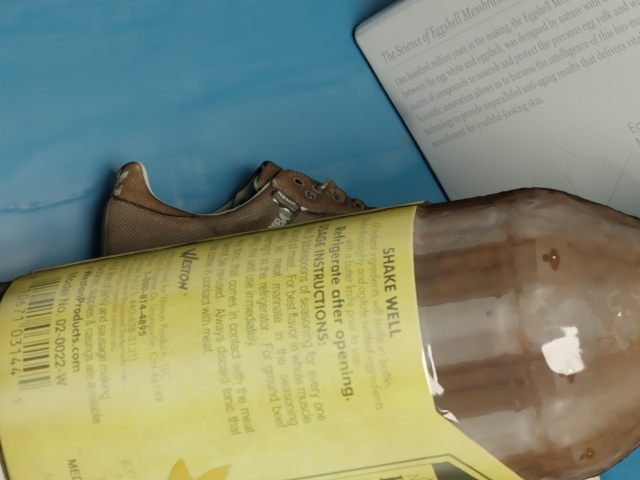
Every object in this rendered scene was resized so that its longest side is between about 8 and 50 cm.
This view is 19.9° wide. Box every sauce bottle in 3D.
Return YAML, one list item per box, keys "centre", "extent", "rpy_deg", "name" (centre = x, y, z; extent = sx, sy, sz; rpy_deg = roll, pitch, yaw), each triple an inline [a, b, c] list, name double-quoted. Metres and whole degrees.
- centre: [0.033, 0.041, 0.639]
  extent: [0.344, 0.111, 0.111]
  rpy_deg: [-10, 83, 14]
  name: "sauce bottle"

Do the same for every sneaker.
- centre: [0.000, 0.000, 0.762]
  extent: [0.188, 0.066, 0.071]
  rpy_deg: [0, 80, -28]
  name: "sneaker"

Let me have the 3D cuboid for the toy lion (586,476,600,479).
- centre: [0.077, 0.132, 0.761]
  extent: [0.096, 0.100, 0.034]
  rpy_deg: [-40, 100, -11]
  name: "toy lion"

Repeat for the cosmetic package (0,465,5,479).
- centre: [-0.231, 0.016, 0.503]
  extent: [0.217, 0.156, 0.385]
  rpy_deg: [-31, 123, -29]
  name: "cosmetic package"

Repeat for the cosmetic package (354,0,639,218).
- centre: [0.164, -0.049, 0.766]
  extent: [0.138, 0.224, 0.224]
  rpy_deg: [-34, 97, -28]
  name: "cosmetic package"
